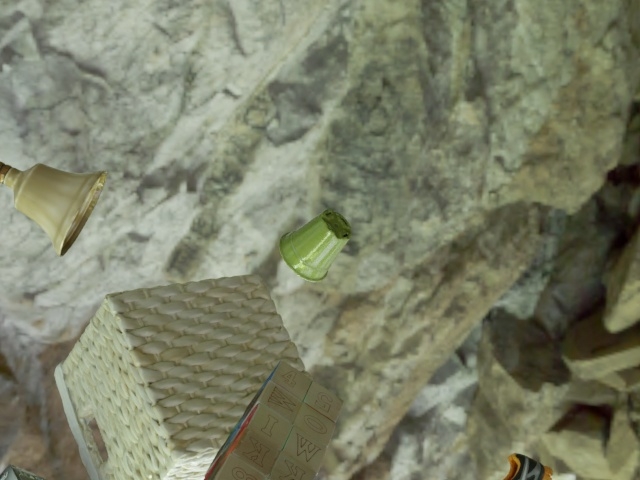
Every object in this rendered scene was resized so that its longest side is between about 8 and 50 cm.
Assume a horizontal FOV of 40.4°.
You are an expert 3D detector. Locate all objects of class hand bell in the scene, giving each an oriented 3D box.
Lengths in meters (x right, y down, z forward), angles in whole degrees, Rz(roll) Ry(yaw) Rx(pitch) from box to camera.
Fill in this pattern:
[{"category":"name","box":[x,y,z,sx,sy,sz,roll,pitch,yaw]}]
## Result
[{"category":"hand bell","box":[-0.409,-0.090,1.105,0.126,0.242,0.126,-60,7,12]}]

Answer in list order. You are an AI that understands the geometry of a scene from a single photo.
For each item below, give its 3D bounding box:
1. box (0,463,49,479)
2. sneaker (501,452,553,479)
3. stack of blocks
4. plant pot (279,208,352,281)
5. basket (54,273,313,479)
[{"category":"box","box":[-0.397,0.463,1.387,0.056,0.183,0.231,-53,-50,-3]},{"category":"sneaker","box":[0.341,0.488,1.595,0.215,0.083,0.084,-52,-1,-26]},{"category":"stack of blocks","box":[-0.084,0.272,0.859,0.171,0.087,0.297,-55,2,28]},{"category":"plant pot","box":[0.000,0.000,1.181,0.079,0.083,0.083,-44,12,33]},{"category":"basket","box":[-0.210,0.263,1.450,0.331,0.328,0.266,-5,-35,-41]}]
